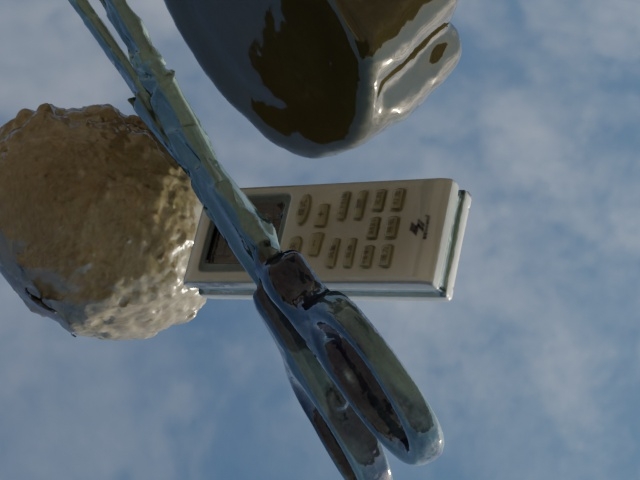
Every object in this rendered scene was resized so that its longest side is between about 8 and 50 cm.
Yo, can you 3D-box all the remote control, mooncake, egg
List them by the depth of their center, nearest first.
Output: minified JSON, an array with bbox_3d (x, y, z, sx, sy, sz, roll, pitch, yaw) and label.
[{"bbox_3d":[0.000,0.000,1.298,0.277,0.055,0.102,-1,-114,34],"label":"remote control"},{"bbox_3d":[-0.008,-0.292,1.595,0.201,0.378,0.378,-37,-115,-27],"label":"mooncake"},{"bbox_3d":[-0.251,-0.019,1.622,0.310,0.279,0.279,40,-127,-28],"label":"egg"}]

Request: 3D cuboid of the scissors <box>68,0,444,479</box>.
[{"bbox_3d":[-0.055,-0.019,0.817,0.029,0.256,0.383,-31,-103,-13],"label":"scissors"}]
